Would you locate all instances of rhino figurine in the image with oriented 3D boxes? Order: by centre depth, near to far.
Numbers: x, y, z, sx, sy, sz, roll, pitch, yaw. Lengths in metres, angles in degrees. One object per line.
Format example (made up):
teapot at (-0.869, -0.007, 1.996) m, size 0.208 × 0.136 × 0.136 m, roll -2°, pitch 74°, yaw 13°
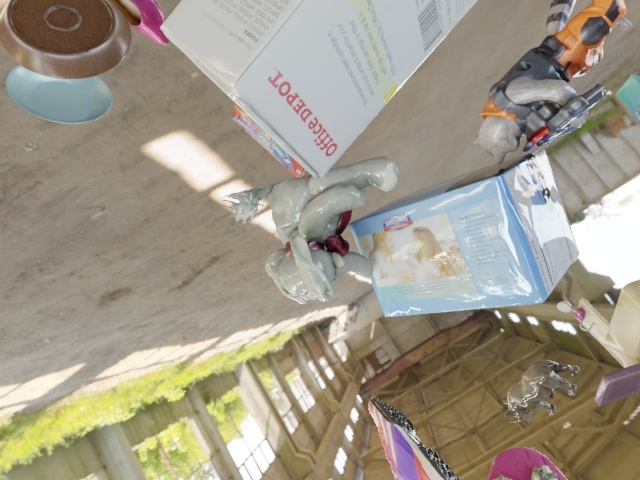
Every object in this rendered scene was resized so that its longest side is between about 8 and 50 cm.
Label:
rhino figurine at (0.528, 0.384, 1.081) m, size 0.073 × 0.106 × 0.243 m, roll -68°, pitch 175°, yaw -53°

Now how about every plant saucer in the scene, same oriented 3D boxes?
plant saucer at (-0.355, -0.300, 0.605) m, size 0.168 × 0.168 × 0.029 m, roll -27°, pitch 167°, yaw -24°
plant saucer at (-0.556, -0.309, 0.936) m, size 0.195 × 0.195 × 0.037 m, roll -22°, pitch 159°, yaw -41°

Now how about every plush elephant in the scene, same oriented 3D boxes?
plush elephant at (0.000, 0.000, 0.858) m, size 0.330 × 0.255 × 0.272 m, roll -15°, pitch -176°, yaw -17°

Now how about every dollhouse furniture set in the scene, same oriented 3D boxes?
dollhouse furniture set at (0.225, 0.043, 0.316) m, size 0.091 × 0.081 × 0.114 m, roll -19°, pitch 130°, yaw -2°

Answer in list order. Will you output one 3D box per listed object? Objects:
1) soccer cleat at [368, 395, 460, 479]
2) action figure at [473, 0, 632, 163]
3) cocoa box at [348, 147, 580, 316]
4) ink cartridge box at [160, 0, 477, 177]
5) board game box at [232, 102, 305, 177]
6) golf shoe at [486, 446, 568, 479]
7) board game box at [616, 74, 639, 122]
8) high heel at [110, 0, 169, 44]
soccer cleat at (0.195, 0.512, 1.062) m, size 0.109 × 0.318 × 0.116 m, roll 36°, pitch 92°, yaw -35°
action figure at (0.390, -0.278, 0.752) m, size 0.330 × 0.178 × 0.341 m, roll -52°, pitch 168°, yaw 8°
cocoa box at (0.277, -0.004, 0.877) m, size 0.228 × 0.231 × 0.347 m, roll -27°, pitch -173°, yaw -42°
ink cartridge box at (0.027, -0.311, 0.584) m, size 0.384 × 0.160 × 0.279 m, roll -49°, pitch 156°, yaw 4°
board game box at (-0.144, -0.313, 1.281) m, size 0.027 × 0.281 × 0.145 m, roll -46°, pitch 176°, yaw -27°
golf shoe at (0.234, 0.374, 0.426) m, size 0.115 × 0.306 × 0.140 m, roll -12°, pitch 134°, yaw 12°
board game box at (0.649, -0.206, 0.763) m, size 0.160 × 0.210 × 0.047 m, roll 5°, pitch 139°, yaw -9°
high heel at (-0.350, -0.388, 0.703) m, size 0.117 × 0.082 × 0.244 m, roll -69°, pitch 153°, yaw -18°
